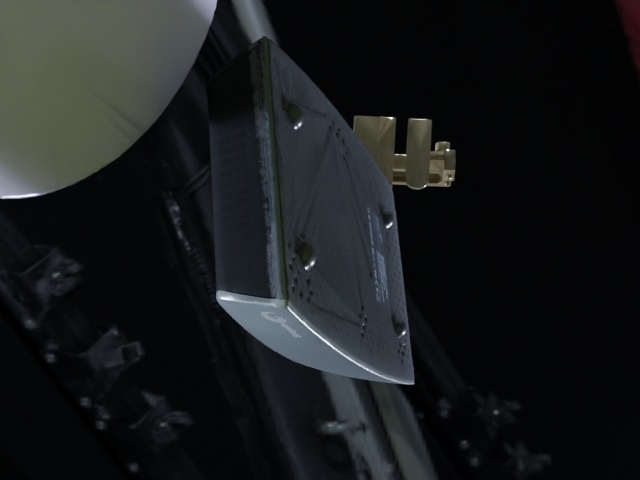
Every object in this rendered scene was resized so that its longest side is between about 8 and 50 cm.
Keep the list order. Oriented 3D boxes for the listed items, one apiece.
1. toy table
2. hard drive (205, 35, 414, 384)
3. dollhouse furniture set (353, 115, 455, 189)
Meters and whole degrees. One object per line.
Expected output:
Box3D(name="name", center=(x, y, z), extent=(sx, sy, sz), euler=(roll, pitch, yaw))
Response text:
Box3D(name="toy table", center=(-0.188, -0.133, 0.542), extent=(0.274, 0.161, 0.252), euler=(-47, -44, -52))
Box3D(name="hard drive", center=(0.000, 0.000, 0.622), extent=(0.255, 0.054, 0.172), euler=(40, -138, -64))
Box3D(name="dollhouse furniture set", center=(0.117, -0.081, 1.387), extent=(0.151, 0.144, 0.123), euler=(83, -169, -65))
